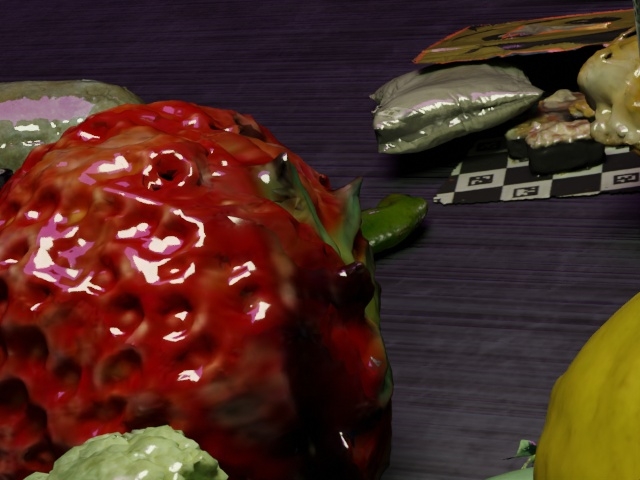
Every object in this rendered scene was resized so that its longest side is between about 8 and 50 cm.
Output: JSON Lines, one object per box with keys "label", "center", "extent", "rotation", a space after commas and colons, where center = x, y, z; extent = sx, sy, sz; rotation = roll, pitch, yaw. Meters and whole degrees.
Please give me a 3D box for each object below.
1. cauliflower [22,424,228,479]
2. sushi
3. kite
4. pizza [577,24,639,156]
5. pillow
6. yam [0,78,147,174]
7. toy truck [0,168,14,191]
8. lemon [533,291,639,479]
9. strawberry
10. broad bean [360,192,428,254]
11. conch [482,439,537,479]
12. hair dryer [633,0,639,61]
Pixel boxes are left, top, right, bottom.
{"label": "cauliflower", "center": [-0.067, 0.218, 0.846], "extent": [0.250, 0.275, 0.272], "rotation": [19, -21, -18]}
{"label": "sushi", "center": [0.203, -0.093, 1.638], "extent": [0.193, 0.040, 0.210], "rotation": [-4, 23, 22]}
{"label": "kite", "center": [0.234, -0.199, 1.859], "extent": [0.377, 0.013, 0.327], "rotation": [-15, 12, -30]}
{"label": "pizza", "center": [0.381, -0.114, 1.440], "extent": [0.392, 0.080, 0.435], "rotation": [3, 22, 3]}
{"label": "pillow", "center": [0.115, -0.126, 1.731], "extent": [0.148, 0.050, 0.229], "rotation": [-8, 14, 3]}
{"label": "yam", "center": [-0.310, -0.075, 1.773], "extent": [0.330, 0.133, 0.133], "rotation": [-8, 22, 1]}
{"label": "toy truck", "center": [-0.325, 0.015, 1.582], "extent": [0.242, 0.101, 0.125], "rotation": [-27, 21, -39]}
{"label": "lemon", "center": [0.230, 0.118, 0.797], "extent": [0.316, 0.285, 0.285], "rotation": [17, 31, 17]}
{"label": "strawberry", "center": [-0.111, 0.056, 1.122], "extent": [0.310, 0.291, 0.292], "rotation": [5, 23, 2]}
{"label": "broad bean", "center": [0.006, 0.000, 1.507], "extent": [0.195, 0.046, 0.061], "rotation": [-17, 10, -26]}
{"label": "conch", "center": [0.119, 0.153, 1.038], "extent": [0.106, 0.079, 0.170], "rotation": [16, 26, 24]}
{"label": "hair dryer", "center": [0.250, 0.036, 0.970], "extent": [0.156, 0.320, 0.284], "rotation": [-20, 32, -18]}
